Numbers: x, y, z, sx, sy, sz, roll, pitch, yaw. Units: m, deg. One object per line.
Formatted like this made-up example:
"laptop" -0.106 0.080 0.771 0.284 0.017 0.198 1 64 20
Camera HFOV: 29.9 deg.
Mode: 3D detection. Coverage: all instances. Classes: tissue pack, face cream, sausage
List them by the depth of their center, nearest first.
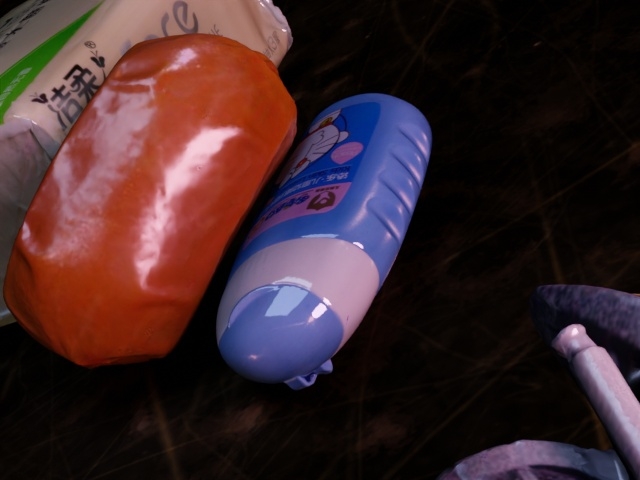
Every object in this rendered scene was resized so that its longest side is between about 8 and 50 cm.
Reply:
"face cream" 0.000 0.000 0.836 0.149 0.083 0.264 -30 23 34
"sausage" -0.123 -0.031 0.884 0.268 0.141 0.153 -60 2 -7
"tissue pack" -0.255 -0.113 1.178 0.332 0.205 0.405 -20 27 32

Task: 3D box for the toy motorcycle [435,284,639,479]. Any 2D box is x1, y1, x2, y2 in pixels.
"toy motorcycle" 0.176 0.115 0.345 0.307 0.108 0.173 23 52 22
